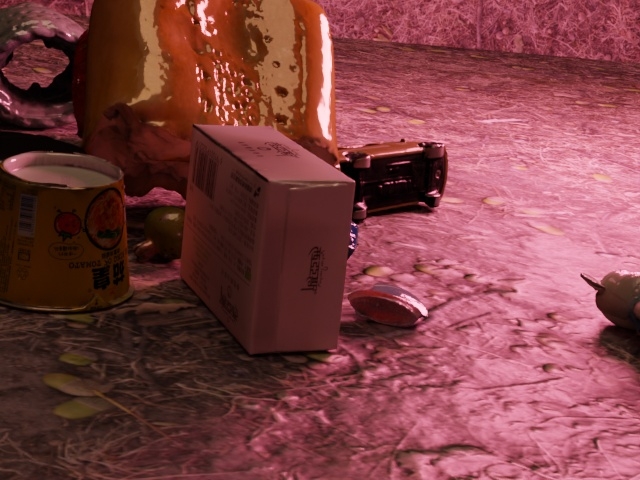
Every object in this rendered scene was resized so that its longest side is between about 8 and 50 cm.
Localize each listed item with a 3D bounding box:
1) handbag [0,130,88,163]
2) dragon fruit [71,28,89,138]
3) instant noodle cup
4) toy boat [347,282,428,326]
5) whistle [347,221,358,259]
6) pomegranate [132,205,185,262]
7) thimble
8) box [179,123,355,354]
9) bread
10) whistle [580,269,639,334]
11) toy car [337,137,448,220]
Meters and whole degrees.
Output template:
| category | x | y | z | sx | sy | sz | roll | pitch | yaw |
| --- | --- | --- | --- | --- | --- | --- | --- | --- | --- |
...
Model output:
| category | x | y | z | sx | sy | sz | roll | pitch | yaw |
| --- | --- | --- | --- | --- | --- | --- | --- | --- | --- |
| handbag | -0.422 | -0.085 | 1.651 | 0.254 | 0.093 | 0.308 | -8 | 16 | -37 |
| dragon fruit | -0.253 | -0.252 | 2.083 | 0.291 | 0.269 | 0.250 | 1 | 25 | 0 |
| instant noodle cup | -0.297 | -0.015 | 1.462 | 0.182 | 0.144 | 0.182 | 7 | 17 | -2 |
| toy boat | 0.086 | 0.066 | 1.531 | 0.096 | 0.034 | 0.122 | 15 | 16 | 7 |
| whistle | 0.000 | 0.000 | 1.631 | 0.090 | 0.090 | 0.158 | 7 | 17 | 1 |
| pomegranate | -0.190 | -0.003 | 1.612 | 0.073 | 0.073 | 0.084 | 11 | 54 | 14 |
| thimble | -0.497 | -0.301 | 2.232 | 0.250 | 0.204 | 0.172 | 16 | 16 | -29 |
| box | -0.067 | -0.009 | 1.444 | 0.111 | 0.194 | 0.260 | -2 | 19 | -26 |
| bread | -0.167 | -0.231 | 1.835 | 0.361 | 0.250 | 0.394 | 12 | 56 | -28 |
| whistle | 0.399 | 0.091 | 1.500 | 0.114 | 0.077 | 0.236 | 25 | 8 | -30 |
| toy car | 0.077 | -0.099 | 1.960 | 0.257 | 0.101 | 0.124 | -11 | 21 | -42 |
